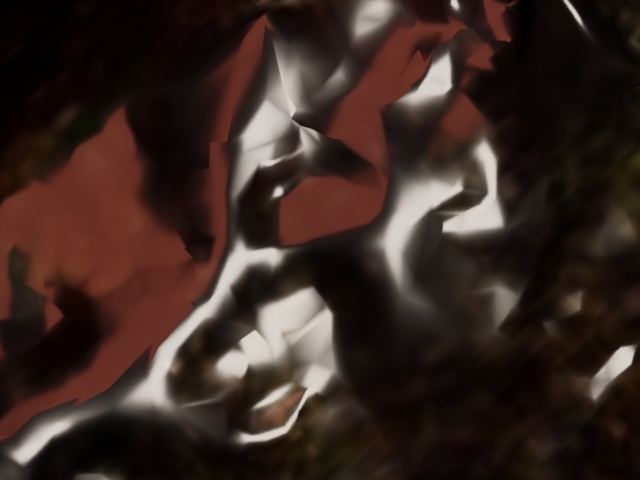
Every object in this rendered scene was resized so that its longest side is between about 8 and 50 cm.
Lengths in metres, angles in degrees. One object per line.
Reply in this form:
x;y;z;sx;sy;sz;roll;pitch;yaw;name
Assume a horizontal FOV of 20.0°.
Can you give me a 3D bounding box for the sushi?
0.003;-0.001;0.593;0.294;0.281;0.299;-43;33;9;sushi
